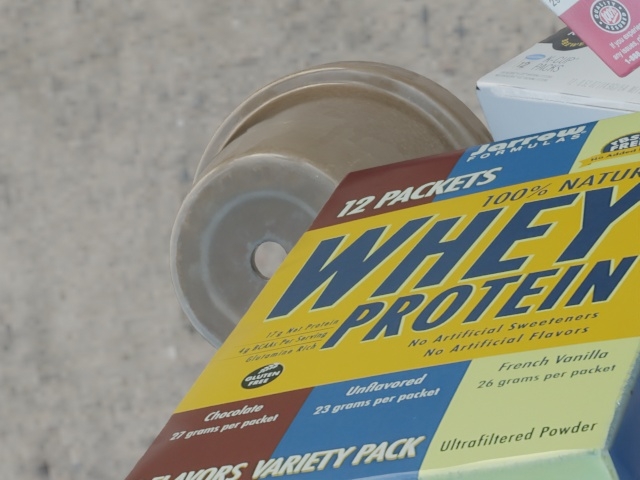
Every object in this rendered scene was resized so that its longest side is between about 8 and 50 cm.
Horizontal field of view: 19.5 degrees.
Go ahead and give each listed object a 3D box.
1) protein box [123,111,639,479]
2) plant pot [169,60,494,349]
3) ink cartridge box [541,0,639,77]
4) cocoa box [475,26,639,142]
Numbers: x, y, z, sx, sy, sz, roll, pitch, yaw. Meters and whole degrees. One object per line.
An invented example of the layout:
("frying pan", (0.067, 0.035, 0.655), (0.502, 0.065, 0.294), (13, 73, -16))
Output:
("protein box", (0.070, 0.096, 0.535), (0.136, 0.200, 0.201), (-12, 113, 27))
("plant pot", (0.000, 0.000, 1.360), (0.263, 0.229, 0.263), (2, 95, 17))
("ink cartridge box", (0.129, -0.205, 0.893), (0.218, 0.092, 0.158), (45, 150, -3))
("cocoa box", (0.307, -0.002, 1.300), (0.231, 0.228, 0.347), (15, 133, 57))
